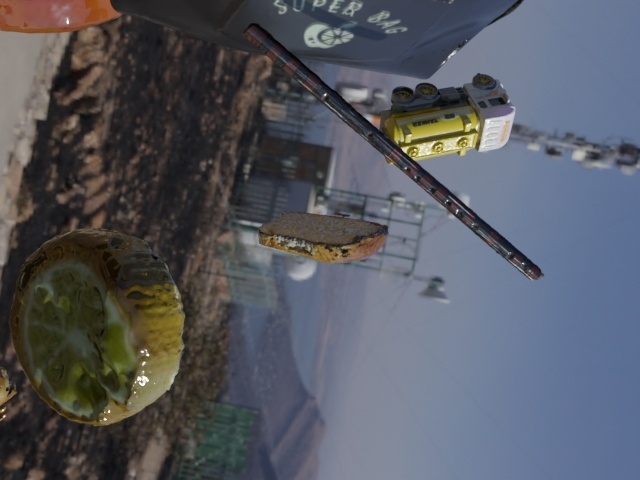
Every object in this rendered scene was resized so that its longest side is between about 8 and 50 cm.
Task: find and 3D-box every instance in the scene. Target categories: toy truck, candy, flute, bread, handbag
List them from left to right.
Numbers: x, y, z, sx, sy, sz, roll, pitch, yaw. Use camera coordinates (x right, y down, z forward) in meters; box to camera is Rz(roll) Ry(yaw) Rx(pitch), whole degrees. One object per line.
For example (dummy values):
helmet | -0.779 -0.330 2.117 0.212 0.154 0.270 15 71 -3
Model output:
candy | -0.293 0.111 1.136 0.118 0.259 0.260 -6 109 -56
bread | 0.000 0.000 0.951 0.126 0.129 0.044 -22 122 -64
handbag | 0.032 -0.229 0.637 0.288 0.342 0.152 158 -64 -65
flute | 0.055 -0.055 0.594 0.014 0.269 0.014 -47 -166 16
toy truck | 0.199 -0.184 1.396 0.098 0.226 0.114 94 -22 -46

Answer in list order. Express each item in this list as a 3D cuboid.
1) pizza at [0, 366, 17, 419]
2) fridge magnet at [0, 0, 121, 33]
pizza | -0.404 0.197 0.901 0.189 0.071 0.297 -41 179 -28
fridge magnet | -0.307 -0.339 0.919 0.364 0.363 0.155 -75 178 -47
